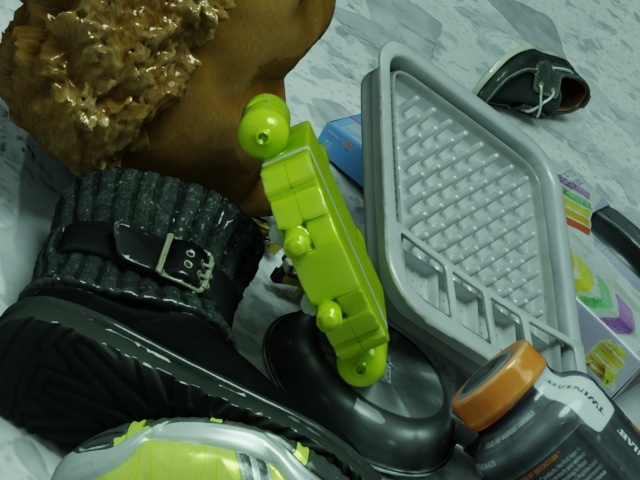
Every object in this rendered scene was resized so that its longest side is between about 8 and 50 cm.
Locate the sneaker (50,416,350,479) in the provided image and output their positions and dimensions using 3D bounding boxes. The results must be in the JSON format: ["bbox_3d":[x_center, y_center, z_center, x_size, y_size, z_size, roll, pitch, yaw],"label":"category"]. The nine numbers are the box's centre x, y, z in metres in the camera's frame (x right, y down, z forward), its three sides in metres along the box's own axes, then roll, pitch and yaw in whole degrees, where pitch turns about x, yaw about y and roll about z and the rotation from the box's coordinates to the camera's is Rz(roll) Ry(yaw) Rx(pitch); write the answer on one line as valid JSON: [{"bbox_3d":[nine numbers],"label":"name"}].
[{"bbox_3d":[-0.012,0.250,1.305,0.384,0.145,0.147,27,40,-8],"label":"sneaker"}]

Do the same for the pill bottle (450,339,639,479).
[{"bbox_3d":[0.220,0.201,1.626,0.246,0.130,0.130,49,27,-4],"label":"pill bottle"}]

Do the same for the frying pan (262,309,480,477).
[{"bbox_3d":[0.091,0.164,1.665,0.326,0.053,0.197,38,28,6],"label":"frying pan"}]

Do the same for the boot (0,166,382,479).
[{"bbox_3d":[-0.078,0.092,1.472,0.348,0.131,0.260,35,27,-6],"label":"boot"}]

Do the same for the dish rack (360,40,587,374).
[{"bbox_3d":[0.133,-0.005,1.834,0.285,0.072,0.333,32,42,-34],"label":"dish rack"}]

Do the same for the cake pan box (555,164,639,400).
[{"bbox_3d":[0.291,0.039,2.074,0.246,0.070,0.267,48,29,14],"label":"cake pan box"}]

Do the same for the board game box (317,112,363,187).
[{"bbox_3d":[0.108,-0.081,2.053,0.160,0.039,0.211,40,27,16],"label":"board game box"}]

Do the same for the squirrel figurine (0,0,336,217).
[{"bbox_3d":[-0.099,-0.238,1.632,0.281,0.370,0.397,41,19,17],"label":"squirrel figurine"}]

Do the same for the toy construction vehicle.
[{"bbox_3d":[-0.028,0.021,1.758,0.098,0.035,0.086,19,22,-37],"label":"toy construction vehicle"}]

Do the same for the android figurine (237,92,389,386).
[{"bbox_3d":[0.000,0.000,1.564,0.273,0.056,0.248,-87,155,-74],"label":"android figurine"}]

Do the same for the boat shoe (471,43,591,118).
[{"bbox_3d":[0.265,-0.192,2.378,0.079,0.084,0.233,48,26,19],"label":"boat shoe"}]
